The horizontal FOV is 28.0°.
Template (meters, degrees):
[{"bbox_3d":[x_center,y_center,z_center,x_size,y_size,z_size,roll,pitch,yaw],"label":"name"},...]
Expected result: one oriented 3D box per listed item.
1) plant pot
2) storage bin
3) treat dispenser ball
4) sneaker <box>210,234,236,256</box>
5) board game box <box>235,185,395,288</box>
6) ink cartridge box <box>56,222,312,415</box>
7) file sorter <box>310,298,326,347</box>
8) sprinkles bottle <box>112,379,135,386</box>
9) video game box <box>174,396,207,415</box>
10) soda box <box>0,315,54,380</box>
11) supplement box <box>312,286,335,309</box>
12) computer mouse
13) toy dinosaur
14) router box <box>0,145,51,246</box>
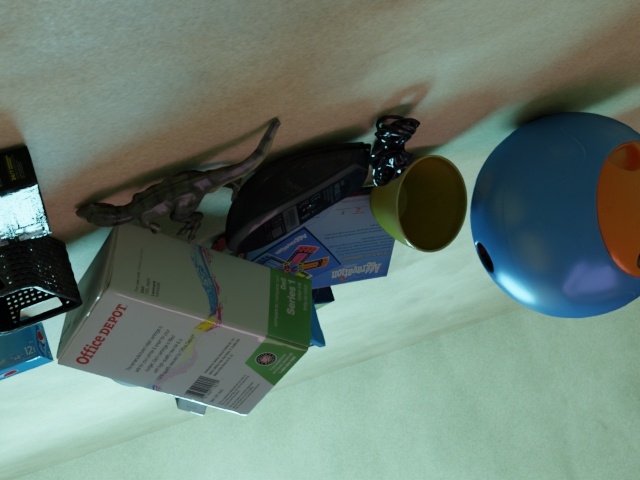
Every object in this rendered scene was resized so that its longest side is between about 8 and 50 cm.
[{"bbox_3d":[0.124,-0.053,1.787,0.134,0.134,0.095,-9,-171,-38],"label":"plant pot"},{"bbox_3d":[-0.377,0.048,1.539,0.122,0.084,0.180,-21,168,6],"label":"storage bin"},{"bbox_3d":[0.352,-0.035,1.785,0.288,0.288,0.288,-18,167,-4],"label":"treat dispenser ball"},{"bbox_3d":[-0.043,0.017,1.871,0.225,0.093,0.088,-16,167,-16],"label":"sneaker"},{"bbox_3d":[0.000,0.000,1.811,0.281,0.027,0.145,-8,118,-40],"label":"board game box"},{"bbox_3d":[-0.178,0.106,1.676,0.278,0.117,0.201,18,139,-20],"label":"ink cartridge box"},{"bbox_3d":[-0.072,0.089,1.966,0.104,0.170,0.118,-17,168,7],"label":"file sorter"},{"bbox_3d":[-0.266,0.130,1.959,0.121,0.121,0.355,-15,166,-19],"label":"sprinkles bottle"},{"bbox_3d":[-0.178,0.153,1.933,0.048,0.187,0.205,17,179,-10],"label":"video game box"},{"bbox_3d":[-0.518,0.183,1.932,0.210,0.067,0.071,-19,168,3],"label":"soda box"},{"bbox_3d":[-0.033,0.080,2.167,0.056,0.083,0.083,-4,161,-47],"label":"supplement box"},{"bbox_3d":[-0.011,-0.078,1.601,0.272,0.072,0.188,-30,167,-11],"label":"computer mouse"},{"bbox_3d":[-0.147,-0.056,1.498,0.268,0.064,0.118,-25,160,10],"label":"toy dinosaur"},{"bbox_3d":[-0.352,-0.033,1.318,0.133,0.046,0.179,-16,167,-12],"label":"router box"}]
